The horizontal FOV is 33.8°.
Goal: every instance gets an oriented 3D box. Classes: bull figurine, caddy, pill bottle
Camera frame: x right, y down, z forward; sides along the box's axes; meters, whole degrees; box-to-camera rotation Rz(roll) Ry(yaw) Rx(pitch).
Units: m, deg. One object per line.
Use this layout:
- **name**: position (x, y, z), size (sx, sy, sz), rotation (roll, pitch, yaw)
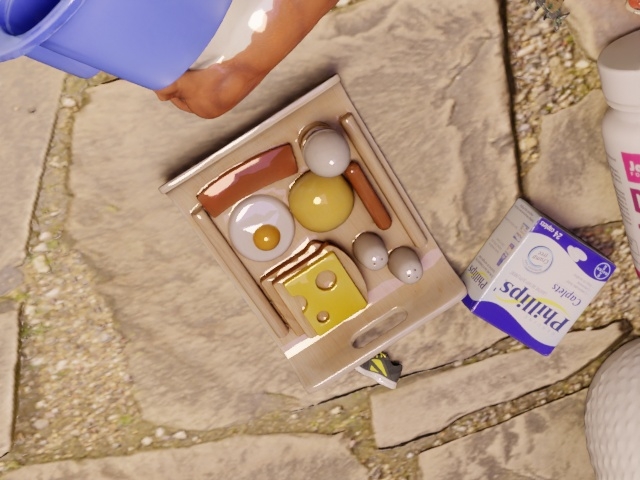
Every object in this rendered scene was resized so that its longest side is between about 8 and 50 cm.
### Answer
- **bull figurine**: position (-0.053, -0.242, 0.996), size (0.310, 0.101, 0.188), rotation (-50, 151, 15)
- **caddy**: position (-0.181, -0.288, 0.865), size (0.179, 0.241, 0.341), rotation (28, 81, -46)
- **pill bottle**: position (0.403, -0.087, 1.165), size (0.160, 0.160, 0.283), rotation (-23, 114, -4)

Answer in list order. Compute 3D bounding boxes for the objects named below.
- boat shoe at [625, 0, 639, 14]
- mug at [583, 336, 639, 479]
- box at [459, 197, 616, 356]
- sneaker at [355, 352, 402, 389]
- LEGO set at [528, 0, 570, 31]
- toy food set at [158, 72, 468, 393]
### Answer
- **boat shoe**: position (0.403, -0.269, 1.158), size (0.137, 0.049, 0.043), rotation (-5, 154, -15)
- **mug**: position (0.451, 0.298, 1.236), size (0.276, 0.328, 0.374), rotation (2, 111, -14)
- **box**: position (0.248, 0.044, 1.227), size (0.126, 0.072, 0.137), rotation (30, 102, -22)
- **sneaker**: position (0.061, 0.144, 1.247), size (0.083, 0.031, 0.035), rotation (31, 88, -27)
- **LEGO set**: position (0.247, -0.268, 1.135), size (0.054, 0.023, 0.083), rotation (7, 96, -19)
- **toy food set**: position (0.000, 0.000, 1.137), size (0.219, 0.092, 0.306), rotation (-33, 114, 0)
